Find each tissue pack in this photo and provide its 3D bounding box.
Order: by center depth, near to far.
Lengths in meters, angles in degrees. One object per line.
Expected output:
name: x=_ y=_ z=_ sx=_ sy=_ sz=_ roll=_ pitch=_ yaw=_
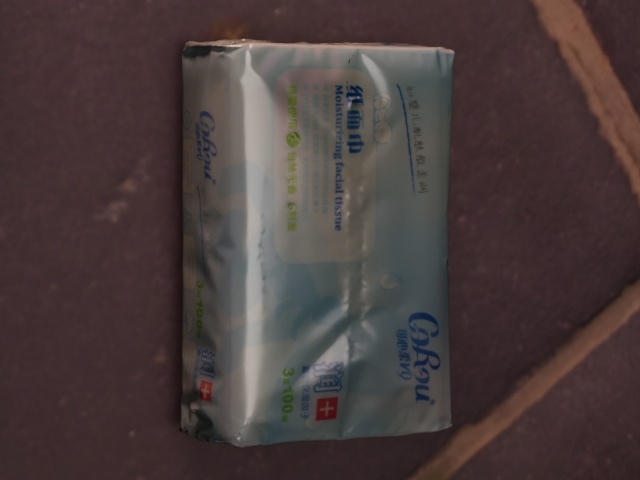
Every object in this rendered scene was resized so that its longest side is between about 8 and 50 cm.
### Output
tissue pack: x=0.000 y=0.000 z=1.224 sx=0.177 sy=0.089 sz=0.263 roll=-2 pitch=98 yaw=-27
